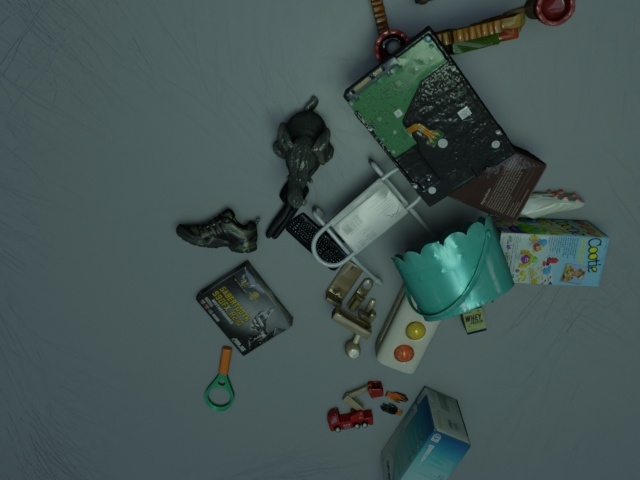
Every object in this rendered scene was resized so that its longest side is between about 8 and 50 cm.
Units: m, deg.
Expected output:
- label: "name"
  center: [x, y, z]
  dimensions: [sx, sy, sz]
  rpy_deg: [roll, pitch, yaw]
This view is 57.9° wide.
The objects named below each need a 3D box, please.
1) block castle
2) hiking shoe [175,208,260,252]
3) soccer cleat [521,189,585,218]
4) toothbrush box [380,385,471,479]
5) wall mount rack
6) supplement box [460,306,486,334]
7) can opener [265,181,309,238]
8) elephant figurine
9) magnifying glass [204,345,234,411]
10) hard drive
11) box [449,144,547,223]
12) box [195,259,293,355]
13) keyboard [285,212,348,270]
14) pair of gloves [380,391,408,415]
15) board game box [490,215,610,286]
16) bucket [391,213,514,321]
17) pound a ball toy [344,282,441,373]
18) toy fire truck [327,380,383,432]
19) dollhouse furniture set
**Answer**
- label: "block castle"
  center: [0.315, -0.579, 1.297]
  dimensions: [0.453, 0.213, 0.303]
  rpy_deg: [-13, 109, 6]
- label: "hiking shoe"
  center: [-0.281, -0.036, 1.596]
  dimensions: [0.226, 0.086, 0.114]
  rpy_deg: [9, 97, -8]
- label: "soccer cleat"
  center: [0.601, -0.093, 1.549]
  dimensions: [0.196, 0.068, 0.076]
  rpy_deg: [3, 115, 8]
- label: "toothbrush box"
  center: [0.306, 0.630, 1.741]
  dimensions: [0.126, 0.216, 0.295]
  rpy_deg: [26, 108, -7]
- label: "wall mount rack"
  center: [0.153, -0.036, 1.545]
  dimensions: [0.350, 0.130, 0.304]
  rpy_deg: [-40, 101, 9]
- label: "supplement box"
  center: [0.430, 0.208, 1.652]
  dimensions: [0.056, 0.083, 0.083]
  rpy_deg: [-15, 108, 6]
- label: "can opener"
  center: [-0.091, -0.079, 1.586]
  dimensions: [0.059, 0.073, 0.186]
  rpy_deg: [7, 120, -43]
- label: "elephant figurine"
  center: [-0.039, -0.220, 1.425]
  dimensions: [0.169, 0.239, 0.186]
  rpy_deg: [-30, 106, 12]
- label: "magnifying glass"
  center: [-0.304, 0.430, 1.789]
  dimensions: [0.092, 0.026, 0.231]
  rpy_deg: [11, 109, -2]
- label: "hard drive"
  center: [0.243, -0.267, 1.297]
  dimensions: [0.237, 0.064, 0.339]
  rpy_deg: [-34, 111, 24]
- label: "box"
  center: [0.422, -0.173, 1.466]
  dimensions: [0.203, 0.168, 0.167]
  rpy_deg: [22, 110, -7]
- label: "box"
  center: [-0.218, 0.199, 1.684]
  dimensions: [0.183, 0.056, 0.231]
  rpy_deg: [-32, 106, 13]
- label: "keyboard"
  center: [0.000, 0.000, 1.614]
  dimensions: [0.192, 0.038, 0.100]
  rpy_deg: [41, 106, -13]
- label: "pair of gloves"
  center: [0.230, 0.508, 1.808]
  dimensions: [0.074, 0.010, 0.083]
  rpy_deg: [18, 112, -6]
- label: "board game box"
  center: [0.593, 0.027, 1.548]
  dimensions: [0.275, 0.142, 0.144]
  rpy_deg: [3, 111, 1]
- label: "bucket"
  center: [0.330, 0.071, 1.437]
  dimensions: [0.281, 0.281, 0.183]
  rpy_deg: [-25, 88, 10]
- label: "pound a ball toy"
  center: [0.219, 0.241, 1.644]
  dimensions: [0.208, 0.136, 0.319]
  rpy_deg: [21, 109, -6]
- label: "toy fire truck"
  center: [0.108, 0.515, 1.795]
  dimensions: [0.192, 0.047, 0.135]
  rpy_deg: [-12, 109, 7]
- label: "dollhouse furniture set"
  center: [0.101, 0.161, 1.606]
  dimensions: [0.144, 0.151, 0.123]
  rpy_deg: [31, 107, -6]
